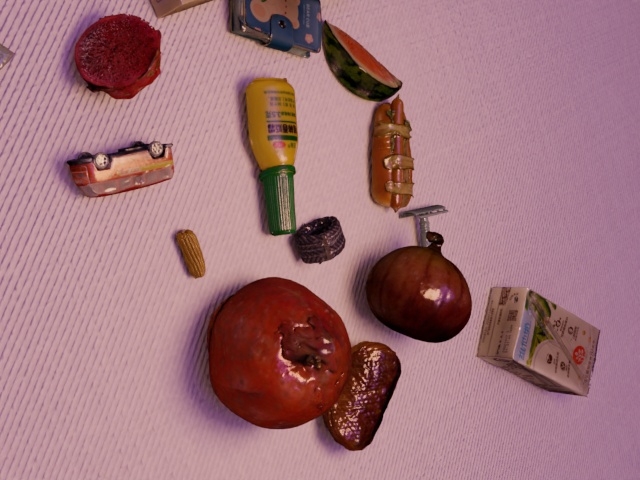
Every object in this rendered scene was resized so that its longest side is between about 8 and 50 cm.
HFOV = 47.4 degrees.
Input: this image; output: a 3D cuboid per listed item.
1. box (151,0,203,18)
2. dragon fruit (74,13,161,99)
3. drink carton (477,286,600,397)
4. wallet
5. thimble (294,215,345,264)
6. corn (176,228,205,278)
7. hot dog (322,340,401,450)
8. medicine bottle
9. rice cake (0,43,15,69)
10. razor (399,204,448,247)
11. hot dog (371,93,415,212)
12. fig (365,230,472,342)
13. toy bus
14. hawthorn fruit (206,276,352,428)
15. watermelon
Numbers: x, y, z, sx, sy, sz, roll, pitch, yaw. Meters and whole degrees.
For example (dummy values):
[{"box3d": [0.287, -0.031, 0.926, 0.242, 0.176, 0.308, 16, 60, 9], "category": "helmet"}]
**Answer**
[{"box3d": [-0.253, -0.535, 1.318, 0.168, 0.095, 0.212, -33, 107, -35], "category": "box"}, {"box3d": [-0.330, -0.290, 1.240, 0.111, 0.153, 0.153, 69, 36, -67], "category": "dragon fruit"}, {"box3d": [0.568, 0.266, 1.893, 0.324, 0.132, 0.194, 28, 70, -32], "category": "drink carton"}, {"box3d": [-0.090, -0.452, 1.467, 0.202, 0.059, 0.141, 9, 74, -40], "category": "wallet"}, {"box3d": [0.000, -0.001, 1.483, 0.104, 0.095, 0.066, -73, 147, -63], "category": "thimble"}, {"box3d": [-0.233, 0.024, 1.323, 0.037, 0.037, 0.092, -23, 103, -38], "category": "corn"}, {"box3d": [0.085, 0.323, 1.515, 0.160, 0.099, 0.227, 40, 64, -29], "category": "hot dog"}, {"box3d": [-0.087, -0.163, 1.434, 0.111, 0.076, 0.309, -5, 90, -38], "category": "medicine bottle"}, {"box3d": [-0.553, -0.225, 1.081, 0.080, 0.042, 0.222, 40, 64, -24], "category": "rice cake"}, {"box3d": [0.254, 0.037, 1.708, 0.106, 0.068, 0.232, -14, 100, -38], "category": "razor"}, {"box3d": [0.164, -0.195, 1.644, 0.109, 0.072, 0.269, 3, 85, -41], "category": "hot dog"}, {"box3d": [0.213, 0.111, 1.549, 0.235, 0.235, 0.214, 53, 53, -23], "category": "fig"}, {"box3d": [-0.334, -0.121, 1.231, 0.174, 0.079, 0.077, -20, 109, -38], "category": "toy bus"}, {"box3d": [-0.058, 0.205, 1.286, 0.276, 0.307, 0.276, 0, 90, -26], "category": "hawthorn fruit"}, {"box3d": [0.091, -0.385, 1.615, 0.245, 0.063, 0.119, 30, 50, -28], "category": "watermelon"}]
